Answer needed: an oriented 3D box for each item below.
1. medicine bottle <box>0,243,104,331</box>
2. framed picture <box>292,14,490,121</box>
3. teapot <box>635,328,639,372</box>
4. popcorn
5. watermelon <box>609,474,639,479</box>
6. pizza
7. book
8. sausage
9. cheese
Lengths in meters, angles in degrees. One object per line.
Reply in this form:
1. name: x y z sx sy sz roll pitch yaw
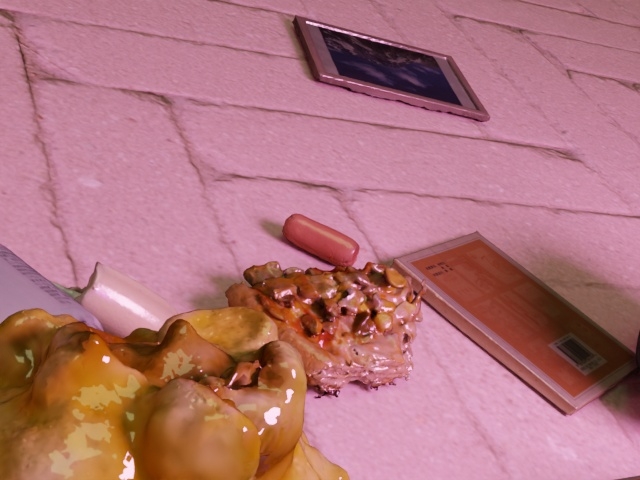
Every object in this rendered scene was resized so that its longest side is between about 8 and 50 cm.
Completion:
1. medicine bottle: -0.245 0.063 0.686 0.168 0.135 0.135 34 32 18
2. framed picture: 0.104 -0.259 1.538 0.281 0.019 0.209 9 33 -22
3. teapot: 0.519 0.097 0.976 0.344 0.300 0.253 27 30 1
4. popcorn: -0.107 0.157 0.558 0.215 0.252 0.286 -7 2 42
5. watermelon: 0.318 0.226 0.782 0.207 0.202 0.136 -19 87 -30
6. pizza: 0.029 0.066 0.926 0.226 0.069 0.147 -1 35 -34
7. book: 0.208 0.079 1.073 0.241 0.018 0.170 40 34 27
8. sausage: 0.000 0.000 1.045 0.083 0.034 0.034 25 30 7
9. cheese: -0.127 0.081 0.788 0.235 0.127 0.050 28 57 -18
